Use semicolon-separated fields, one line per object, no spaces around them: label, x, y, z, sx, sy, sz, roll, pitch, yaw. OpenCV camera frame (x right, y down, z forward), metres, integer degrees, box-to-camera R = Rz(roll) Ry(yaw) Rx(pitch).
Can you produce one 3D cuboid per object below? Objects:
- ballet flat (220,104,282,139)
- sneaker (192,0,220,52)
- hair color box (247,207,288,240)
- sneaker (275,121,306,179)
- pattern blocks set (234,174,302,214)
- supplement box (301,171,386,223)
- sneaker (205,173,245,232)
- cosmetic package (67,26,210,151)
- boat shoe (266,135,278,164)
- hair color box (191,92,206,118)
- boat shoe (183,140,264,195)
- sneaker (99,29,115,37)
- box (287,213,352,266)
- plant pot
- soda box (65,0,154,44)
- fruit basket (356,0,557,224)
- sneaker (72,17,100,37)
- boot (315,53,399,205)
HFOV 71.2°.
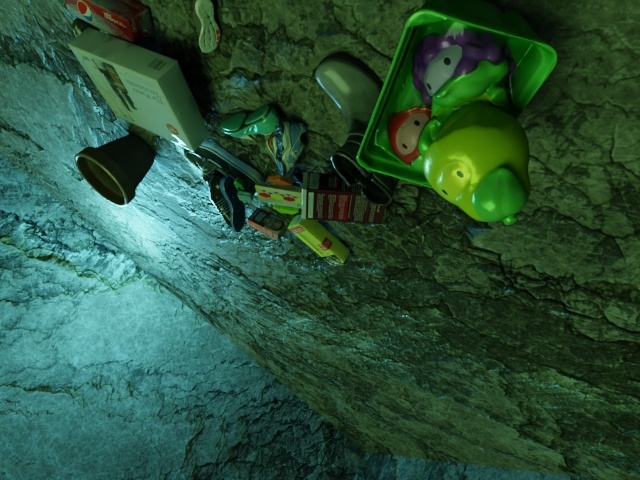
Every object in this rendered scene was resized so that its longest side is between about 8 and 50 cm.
ballet flat;-0.207;-0.341;1.345;0.247;0.083;0.087;3;149;44
sneaker;-0.305;-0.576;1.177;0.065;0.061;0.158;55;154;24
hair color box;-0.200;-0.063;1.694;0.141;0.072;0.043;25;146;16
sneaker;-0.085;-0.254;1.313;0.211;0.081;0.080;99;152;-51
pattern blocks set;-0.111;-0.143;1.422;0.324;0.026;0.285;11;164;-7
supplement box;0.068;-0.119;1.273;0.239;0.073;0.130;5;143;0
sneaker;-0.322;-0.130;1.520;0.090;0.081;0.232;16;136;24
cosmetic package;-0.548;-0.459;1.376;0.377;0.097;0.284;26;158;21
boat shoe;-0.116;-0.262;1.387;0.043;0.049;0.137;-7;123;45
hair color box;-0.459;-0.460;1.457;0.093;0.053;0.167;4;135;42
boat shoe;-0.363;-0.249;1.570;0.335;0.119;0.121;26;146;16
sneaker;-0.653;-0.615;1.447;0.059;0.053;0.144;5;137;38
box;0.000;0.000;1.563;0.232;0.058;0.087;42;152;-23
plant pot;-0.810;-0.306;1.823;0.263;0.229;0.263;25;146;19
soda box;-0.621;-0.672;1.305;0.263;0.092;0.083;30;148;12
fruit basket;0.235;-0.202;0.811;0.282;0.392;0.392;16;147;-2
sneaker;-0.720;-0.610;1.471;0.106;0.078;0.234;43;161;38
boot;0.084;-0.257;1.031;0.338;0.223;0.118;41;148;-7
